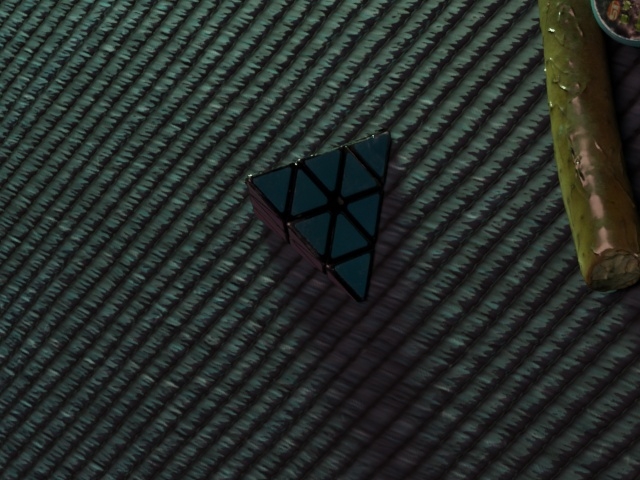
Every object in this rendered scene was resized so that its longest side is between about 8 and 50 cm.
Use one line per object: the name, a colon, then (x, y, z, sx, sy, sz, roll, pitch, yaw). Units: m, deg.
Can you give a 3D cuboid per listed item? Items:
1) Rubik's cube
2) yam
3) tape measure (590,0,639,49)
Rubik's cube: (0.000, 0.000, 1.982, 0.178, 0.211, 0.190, 66, 151, 8)
yam: (0.286, -0.128, 1.786, 0.083, 0.083, 0.371, -21, 64, 31)
tape measure: (0.356, -0.265, 1.765, 0.146, 0.081, 0.125, 21, 101, 31)
